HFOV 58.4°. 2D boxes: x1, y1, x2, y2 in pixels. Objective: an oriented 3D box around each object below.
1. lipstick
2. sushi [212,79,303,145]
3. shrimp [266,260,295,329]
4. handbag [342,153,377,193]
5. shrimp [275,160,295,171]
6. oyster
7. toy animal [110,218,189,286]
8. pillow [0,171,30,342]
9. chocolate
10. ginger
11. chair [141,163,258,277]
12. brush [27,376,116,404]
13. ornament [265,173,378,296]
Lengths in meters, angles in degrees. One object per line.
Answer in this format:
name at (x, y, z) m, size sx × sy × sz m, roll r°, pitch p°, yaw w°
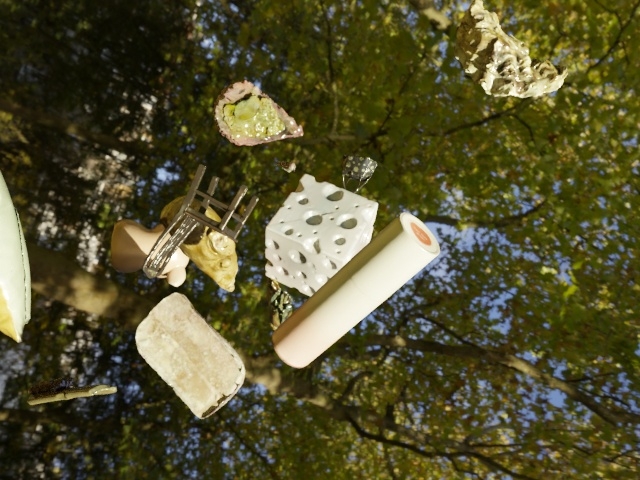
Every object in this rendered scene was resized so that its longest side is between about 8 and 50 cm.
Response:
lipstick at (0.050, 0.090, 0.948) m, size 0.327 × 0.087 × 0.087 m, roll -45°, pitch -138°, yaw 27°
sushi at (-0.181, -0.318, 1.553) m, size 0.161 × 0.241 × 0.107 m, roll -50°, pitch -168°, yaw 1°
shrimp at (-0.153, 0.187, 2.061) m, size 0.445 × 0.085 × 0.271 m, roll 127°, pitch -46°, yaw -76°
handbag at (0.121, -0.226, 1.985) m, size 0.115 × 0.072 × 0.139 m, roll 14°, pitch -97°, yaw 33°
shrimp at (-0.094, -0.211, 1.636) m, size 0.092 × 0.038 × 0.029 m, roll 24°, pitch -92°, yaw 53°
oyster at (0.513, -0.533, 1.608) m, size 0.351 × 0.238 × 0.114 m, roll 63°, pitch -19°, yaw 16°
toy animal at (-0.538, 0.032, 1.800) m, size 0.213 × 0.257 × 0.194 m, roll -155°, pitch -112°, yaw -83°
pillow at (-0.501, -0.042, 0.799) m, size 0.310 × 0.119 × 0.312 m, roll 15°, pitch -60°, yaw 46°
chocolate at (-0.324, 0.287, 1.462) m, size 0.185 × 0.100 × 0.303 m, roll -45°, pitch -98°, yaw 5°
ginger at (-0.273, 0.008, 1.412) m, size 0.123 × 0.270 × 0.219 m, roll -51°, pitch -153°, yaw -20°
chair at (-0.205, -0.010, 0.977) m, size 0.102 × 0.084 × 0.212 m, roll 27°, pitch -95°, yaw 14°
brush at (-0.387, 0.227, 0.874) m, size 0.248 × 0.043 × 0.036 m, roll -19°, pitch -96°, yaw 44°
ornament at (0.000, 0.000, 1.656) m, size 0.239 × 0.239 × 0.239 m, roll -58°, pitch 165°, yaw -35°
